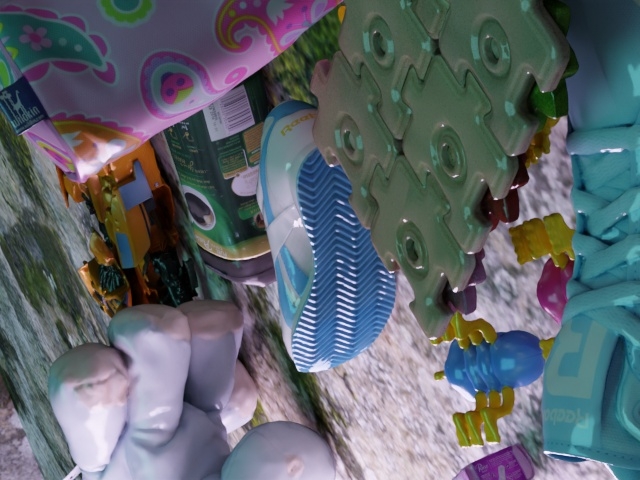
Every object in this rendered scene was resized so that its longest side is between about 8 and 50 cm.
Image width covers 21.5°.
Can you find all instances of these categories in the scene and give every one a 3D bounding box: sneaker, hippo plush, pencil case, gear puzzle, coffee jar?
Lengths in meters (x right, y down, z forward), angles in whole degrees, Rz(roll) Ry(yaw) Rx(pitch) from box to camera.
[{"bbox_3d":[0.000,0.000,1.274,0.092,0.087,0.228,-128,30,-47],"label":"sneaker"},{"bbox_3d":[-0.125,0.211,1.563,0.236,0.294,0.234,36,168,37],"label":"hippo plush"},{"bbox_3d":[-0.062,-0.151,0.953,0.124,0.284,0.124,54,172,11],"label":"pencil case"},{"bbox_3d":[0.074,-0.109,0.843,0.175,0.044,0.339,61,153,29],"label":"gear puzzle"},{"bbox_3d":[0.167,0.038,0.807,0.365,0.150,0.135,69,158,-1],"label":"sneaker"},{"bbox_3d":[-0.073,-0.055,1.371,0.096,0.079,0.184,26,136,54],"label":"coffee jar"}]

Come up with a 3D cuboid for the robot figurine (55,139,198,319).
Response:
[{"bbox_3d":[-0.206,-0.018,1.720,0.211,0.085,0.291,42,149,47],"label":"robot figurine"}]

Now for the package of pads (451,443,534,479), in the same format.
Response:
[{"bbox_3d":[0.120,0.179,1.225,0.032,0.050,0.083,63,160,17],"label":"package of pads"}]

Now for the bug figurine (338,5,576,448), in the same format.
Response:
[{"bbox_3d":[0.104,-0.023,0.981,0.216,0.072,0.279,-14,91,61],"label":"bug figurine"}]
